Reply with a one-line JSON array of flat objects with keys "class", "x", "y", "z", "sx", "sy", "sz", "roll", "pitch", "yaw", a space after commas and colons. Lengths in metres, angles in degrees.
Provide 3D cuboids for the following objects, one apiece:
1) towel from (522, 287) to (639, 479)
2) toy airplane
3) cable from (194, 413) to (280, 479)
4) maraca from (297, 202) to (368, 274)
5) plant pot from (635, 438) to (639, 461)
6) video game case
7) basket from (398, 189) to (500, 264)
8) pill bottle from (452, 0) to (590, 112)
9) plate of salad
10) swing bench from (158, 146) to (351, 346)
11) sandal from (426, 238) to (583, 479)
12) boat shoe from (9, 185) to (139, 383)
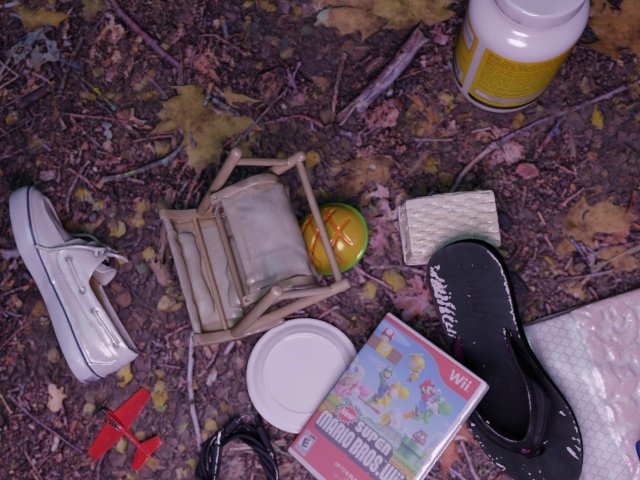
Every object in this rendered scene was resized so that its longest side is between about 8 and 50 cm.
[{"class": "towel", "x": 0.528, "y": 0.254, "z": 1.209, "sx": 0.317, "sy": 0.053, "sz": 0.331, "roll": -16, "pitch": 80, "yaw": 0}, {"class": "toy airplane", "x": -0.339, "y": 0.339, "z": 1.255, "sx": 0.151, "sy": 0.028, "sz": 0.151, "roll": -1, "pitch": 81, "yaw": 5}, {"class": "cable", "x": -0.137, "y": 0.391, "z": 1.191, "sx": 0.151, "sy": 0.047, "sz": 0.184, "roll": -34, "pitch": 57, "yaw": 8}, {"class": "maraca", "x": 0.000, "y": 0.000, "z": 1.268, "sx": 0.186, "sy": 0.099, "sz": 0.127, "roll": -10, "pitch": 74, "yaw": 28}, {"class": "plant pot", "x": 0.642, "y": 0.393, "z": 1.052, "sx": 0.236, "sy": 0.212, "sz": 0.236, "roll": -24, "pitch": 105, "yaw": 4}, {"class": "video game case", "x": 0.104, "y": 0.285, "z": 1.146, "sx": 0.204, "sy": 0.025, "sz": 0.285, "roll": 35, "pitch": 88, "yaw": 30}, {"class": "basket", "x": 0.225, "y": -0.024, "z": 1.251, "sx": 0.167, "sy": 0.103, "sz": 0.113, "roll": -6, "pitch": 80, "yaw": 1}, {"class": "pill bottle", "x": 0.330, "y": -0.354, "z": 1.189, "sx": 0.188, "sy": 0.334, "sz": 0.187, "roll": -1, "pitch": 80, "yaw": 3}, {"class": "plate of salad", "x": -0.028, "y": 0.234, "z": 1.248, "sx": 0.200, "sy": 0.048, "sz": 0.199, "roll": 0, "pitch": 70, "yaw": -1}, {"class": "swing bench", "x": -0.121, "y": 0.014, "z": 1.208, "sx": 0.255, "sy": 0.165, "sz": 0.253, "roll": -33, "pitch": 69, "yaw": 42}, {"class": "sandal", "x": 0.278, "y": 0.218, "z": 1.152, "sx": 0.168, "sy": 0.107, "sz": 0.445, "roll": -23, "pitch": 93, "yaw": 29}, {"class": "boat shoe", "x": -0.410, "y": 0.054, "z": 1.260, "sx": 0.157, "sy": 0.136, "sz": 0.367, "roll": -24, "pitch": 82, "yaw": -1}]
